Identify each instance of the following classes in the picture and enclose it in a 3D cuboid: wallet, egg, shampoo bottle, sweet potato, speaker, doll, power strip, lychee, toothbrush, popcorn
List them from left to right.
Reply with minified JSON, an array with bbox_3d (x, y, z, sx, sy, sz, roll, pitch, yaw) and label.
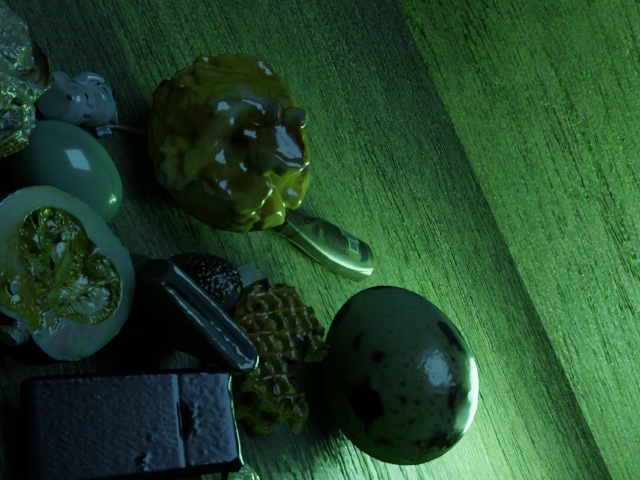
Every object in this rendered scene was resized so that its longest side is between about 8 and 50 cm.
[{"bbox_3d":[-0.453,-0.114,1.820,0.231,0.168,0.168,51,31,-30],"label":"egg"},{"bbox_3d":[-0.472,-0.272,1.985,0.110,0.107,0.181,47,27,14],"label":"doll"},{"bbox_3d":[-0.390,-0.235,2.175,0.269,0.021,0.027,-12,89,-60],"label":"toothbrush"},{"bbox_3d":[-0.295,0.317,1.668,0.388,0.184,0.180,0,69,-22],"label":"speaker"},{"bbox_3d":[-0.277,0.334,1.807,0.341,0.092,0.114,68,13,8],"label":"sweet potato"},{"bbox_3d":[-0.260,0.121,1.799,0.083,0.360,0.252,-47,112,-20],"label":"wallet"},{"bbox_3d":[-0.240,0.093,2.013,0.171,0.171,0.171,38,37,-37],"label":"lychee"},{"bbox_3d":[-0.196,-0.197,2.167,0.390,0.344,0.354,-117,-157,-51],"label":"popcorn"},{"bbox_3d":[-0.180,0.085,2.232,0.047,0.030,0.191,62,29,1],"label":"power strip"},{"bbox_3d":[0.000,0.000,2.539,0.350,0.084,0.125,27,42,-45],"label":"shampoo bottle"},{"bbox_3d":[0.171,0.297,2.301,0.345,0.345,0.428,19,41,-51],"label":"egg"}]

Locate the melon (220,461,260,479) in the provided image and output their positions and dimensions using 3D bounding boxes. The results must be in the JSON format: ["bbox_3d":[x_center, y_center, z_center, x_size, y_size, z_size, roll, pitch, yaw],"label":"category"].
[{"bbox_3d":[-0.099,0.544,1.889,0.323,0.124,0.196,54,29,-4],"label":"melon"}]

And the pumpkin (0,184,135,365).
[{"bbox_3d":[-0.474,0.066,1.619,0.293,0.197,0.263,54,42,-28],"label":"pumpkin"}]

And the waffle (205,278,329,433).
[{"bbox_3d":[-0.110,0.230,2.112,0.261,0.151,0.324,53,29,-23],"label":"waffle"}]

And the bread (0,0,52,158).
[{"bbox_3d":[-0.570,-0.237,1.710,0.171,0.192,0.314,40,27,-43],"label":"bread"}]
